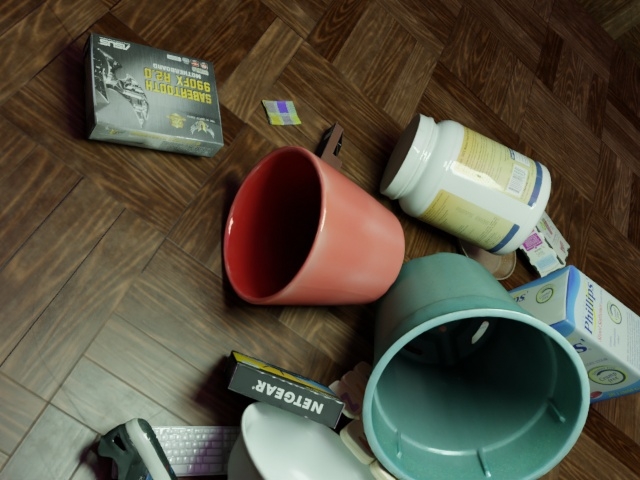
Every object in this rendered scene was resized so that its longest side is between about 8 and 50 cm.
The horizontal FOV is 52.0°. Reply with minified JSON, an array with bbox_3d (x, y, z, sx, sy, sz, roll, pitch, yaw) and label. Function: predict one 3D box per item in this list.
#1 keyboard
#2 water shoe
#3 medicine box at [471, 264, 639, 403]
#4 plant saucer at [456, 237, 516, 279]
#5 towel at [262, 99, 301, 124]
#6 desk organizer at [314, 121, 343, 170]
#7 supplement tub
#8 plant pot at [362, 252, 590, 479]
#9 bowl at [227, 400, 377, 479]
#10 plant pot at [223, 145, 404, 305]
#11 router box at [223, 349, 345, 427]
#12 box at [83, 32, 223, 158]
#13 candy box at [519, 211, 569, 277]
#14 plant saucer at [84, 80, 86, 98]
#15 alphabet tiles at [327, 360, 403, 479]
[{"bbox_3d":[-0.190,0.322,1.004,0.256,0.014,0.072,11,61,-32],"label":"keyboard"},{"bbox_3d":[-0.244,0.350,0.921,0.080,0.073,0.203,-23,94,-8],"label":"water shoe"},{"bbox_3d":[0.525,0.223,1.425,0.289,0.263,0.149,33,51,-19],"label":"medicine box"},{"bbox_3d":[0.394,0.008,1.593,0.199,0.036,0.198,18,57,-29],"label":"plant saucer"},{"bbox_3d":[-0.083,-0.273,1.398,0.083,0.009,0.060,-6,70,-39],"label":"towel"},{"bbox_3d":[0.022,-0.188,1.409,0.050,0.047,0.130,37,50,-19],"label":"desk organizer"},{"bbox_3d":[0.313,-0.126,1.447,0.316,0.228,0.228,25,53,-7],"label":"supplement tub"},{"bbox_3d":[0.233,0.197,1.137,0.341,0.341,0.334,40,15,-13],"label":"plant pot"},{"bbox_3d":[-0.030,0.386,0.965,0.298,0.134,0.298,36,8,-6],"label":"bowl"},{"bbox_3d":[0.000,0.000,1.170,0.243,0.275,0.274,19,56,-41],"label":"plant pot"},{"bbox_3d":[-0.062,0.234,1.042,0.179,0.133,0.046,23,85,-11],"label":"router box"},{"bbox_3d":[-0.294,-0.251,1.158,0.231,0.056,0.182,6,64,-35],"label":"box"},{"bbox_3d":[0.536,-0.037,1.676,0.233,0.071,0.159,54,31,0],"label":"candy box"},{"bbox_3d":[-0.342,-0.247,1.178,0.169,0.029,0.168,18,57,-30],"label":"plant saucer"},{"bbox_3d":[0.142,0.335,1.158,0.278,0.021,0.284,46,25,14],"label":"alphabet tiles"}]
